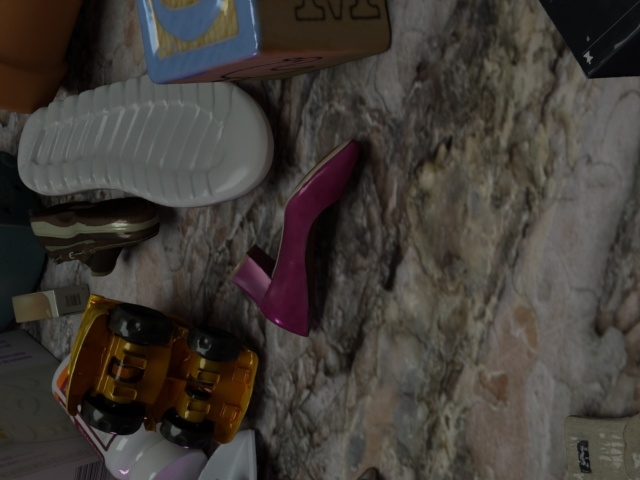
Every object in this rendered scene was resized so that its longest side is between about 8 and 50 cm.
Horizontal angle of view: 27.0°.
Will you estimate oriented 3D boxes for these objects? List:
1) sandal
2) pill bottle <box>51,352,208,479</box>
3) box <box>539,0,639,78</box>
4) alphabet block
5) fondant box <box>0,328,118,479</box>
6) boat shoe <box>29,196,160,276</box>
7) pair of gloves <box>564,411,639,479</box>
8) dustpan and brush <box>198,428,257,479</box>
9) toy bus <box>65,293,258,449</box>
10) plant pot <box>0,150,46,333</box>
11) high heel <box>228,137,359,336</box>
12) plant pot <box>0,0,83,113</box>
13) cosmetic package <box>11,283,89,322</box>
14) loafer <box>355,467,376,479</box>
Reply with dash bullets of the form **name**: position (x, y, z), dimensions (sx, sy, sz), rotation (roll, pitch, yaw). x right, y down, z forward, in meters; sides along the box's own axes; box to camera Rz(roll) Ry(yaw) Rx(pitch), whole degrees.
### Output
- **sandal**: position (-0.210, -0.124, 1.670), dimensions (0.416, 0.102, 0.169), rotation (5, 85, 36)
- **pill bottle**: position (-0.250, 0.239, 1.752), dimensions (0.221, 0.121, 0.121), rotation (46, 126, 30)
- **box**: position (0.293, -0.287, 1.124), dimensions (0.261, 0.103, 0.184), rotation (-44, 63, 40)
- **alphabet block**: position (-0.067, -0.277, 1.425), dimensions (0.192, 0.197, 0.193), rotation (-5, 93, 47)
- **fondant box**: position (-0.437, 0.258, 1.862), dimensions (0.330, 0.238, 0.096), rotation (32, 119, 38)
- **boat shoe**: position (-0.291, -0.001, 1.788), dimensions (0.257, 0.095, 0.095), rotation (3, 113, 51)
- **pair of gloves**: position (0.328, 0.272, 1.229), dimensions (0.204, 0.042, 0.240), rotation (-14, 85, 49)
- **dustpan and brush**: position (-0.143, 0.344, 1.680), dimensions (0.211, 0.060, 0.147), rotation (122, 153, -45)
- **toy bus**: position (-0.210, 0.151, 1.676), dimensions (0.211, 0.220, 0.149), rotation (-139, 66, -70)
- **plant pot**: position (-0.543, -0.005, 1.938), dimensions (0.252, 0.247, 0.248), rotation (-40, 67, 23)
- **high heel**: position (0.000, 0.000, 1.508), dimensions (0.117, 0.082, 0.244), rotation (39, 113, 1)
- **plant pot**: position (-0.436, -0.333, 1.756), dimensions (0.291, 0.291, 0.203), rotation (44, 109, 31)
- **cosmetic package**: position (-0.386, 0.091, 1.910), dimensions (0.115, 0.060, 0.041), rotation (-10, 90, 47)
- **loafer**: position (0.037, 0.314, 1.539), dimensions (0.045, 0.039, 0.125), rotation (27, 124, 3)
